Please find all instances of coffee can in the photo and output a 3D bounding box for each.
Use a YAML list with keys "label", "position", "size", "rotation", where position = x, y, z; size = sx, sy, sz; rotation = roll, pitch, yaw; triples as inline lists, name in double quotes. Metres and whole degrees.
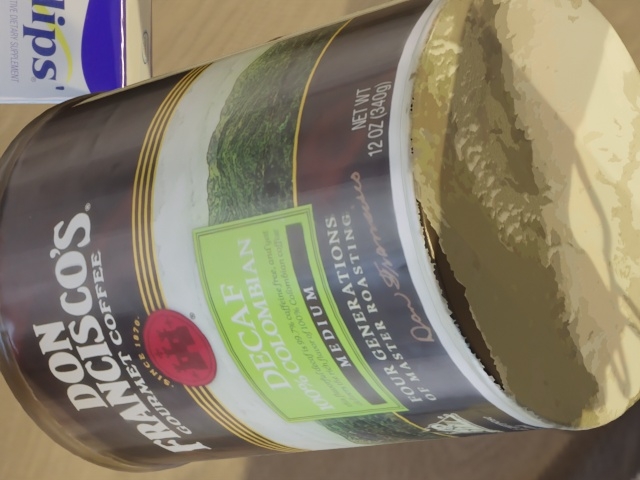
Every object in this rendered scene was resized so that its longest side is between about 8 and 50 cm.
- label: "coffee can"
  position: [0.000, 0.000, 0.774]
  size: [0.201, 0.275, 0.202]
  rotation: [15, 70, -46]

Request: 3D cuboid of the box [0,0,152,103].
- label: "box"
  position: [-0.171, -0.142, 0.948]
  size: [0.137, 0.072, 0.126]
  rotation: [0, 94, 7]
